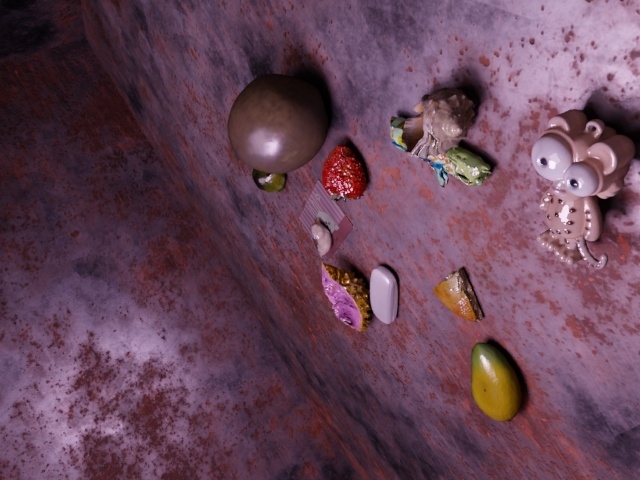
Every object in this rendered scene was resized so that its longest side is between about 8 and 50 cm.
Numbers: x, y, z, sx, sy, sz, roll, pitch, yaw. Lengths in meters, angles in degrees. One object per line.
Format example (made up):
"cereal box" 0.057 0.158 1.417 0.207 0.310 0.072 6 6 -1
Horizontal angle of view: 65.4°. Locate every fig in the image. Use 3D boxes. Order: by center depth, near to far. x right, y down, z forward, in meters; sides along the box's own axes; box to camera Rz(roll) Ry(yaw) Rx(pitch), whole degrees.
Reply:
"fig" -0.170 -0.228 1.811 0.123 0.123 0.156 38 -174 38

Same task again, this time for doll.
"doll" 0.430 -0.077 0.837 0.154 0.119 0.278 46 157 52

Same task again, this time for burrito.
"burrito" 0.254 -0.186 1.109 0.288 0.054 0.104 38 148 37

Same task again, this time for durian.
"durian" 0.118 0.209 1.748 0.191 0.112 0.341 24 147 37

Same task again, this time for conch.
"conch" 0.222 -0.239 1.012 0.130 0.155 0.207 53 180 -33

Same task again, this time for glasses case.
"glasses case" 0.203 0.177 1.600 0.092 0.059 0.233 35 146 38

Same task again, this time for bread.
"bread" 0.344 0.141 1.313 0.136 0.054 0.154 7 122 63

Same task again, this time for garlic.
"garlic" 0.008 -0.002 1.755 0.084 0.066 0.152 -110 1 -73

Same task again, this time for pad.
"pad" 0.012 -0.065 1.747 0.202 0.005 0.300 54 155 10

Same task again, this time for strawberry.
"strawberry" 0.065 -0.184 1.402 0.131 0.131 0.148 164 106 -64

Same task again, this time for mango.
"mango" 0.461 0.378 1.314 0.137 0.091 0.237 22 137 44

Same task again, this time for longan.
"longan" -0.124 -0.323 1.410 0.350 0.288 0.288 26 140 63
